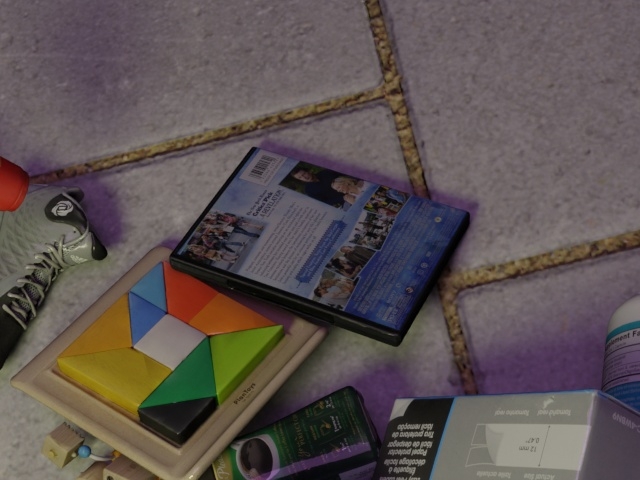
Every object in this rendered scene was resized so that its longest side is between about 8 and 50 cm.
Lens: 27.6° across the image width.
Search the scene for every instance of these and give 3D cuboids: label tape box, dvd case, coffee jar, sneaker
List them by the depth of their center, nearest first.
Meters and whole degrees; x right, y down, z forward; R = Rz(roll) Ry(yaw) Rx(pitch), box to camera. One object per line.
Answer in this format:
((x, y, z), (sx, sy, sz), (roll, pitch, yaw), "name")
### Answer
((0.125, 0.298, 1.031), (0.249, 0.115, 0.347), (-12, 53, 54), "label tape box")
((-0.034, 0.211, 1.203), (0.184, 0.079, 0.096), (-21, 53, 1), "coffee jar")
((0.000, 0.000, 1.307), (0.253, 0.022, 0.180), (18, 51, 20), "dvd case")
((-0.290, 0.033, 1.347), (0.132, 0.086, 0.228), (0, 63, 9), "sneaker")

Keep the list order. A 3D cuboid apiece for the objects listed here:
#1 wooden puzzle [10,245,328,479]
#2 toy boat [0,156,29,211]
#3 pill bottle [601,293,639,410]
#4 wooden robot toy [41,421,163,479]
((-0.146, 0.107, 1.253), (0.239, 0.044, 0.221), (23, 51, 29), "wooden puzzle")
((-0.426, -0.003, 1.288), (0.318, 0.148, 0.267), (-42, 41, 33), "toy boat")
((0.316, 0.141, 1.127), (0.146, 0.146, 0.264), (5, 65, 15), "pill bottle")
((-0.178, 0.223, 1.251), (0.173, 0.076, 0.079), (21, 35, 21), "wooden robot toy")
